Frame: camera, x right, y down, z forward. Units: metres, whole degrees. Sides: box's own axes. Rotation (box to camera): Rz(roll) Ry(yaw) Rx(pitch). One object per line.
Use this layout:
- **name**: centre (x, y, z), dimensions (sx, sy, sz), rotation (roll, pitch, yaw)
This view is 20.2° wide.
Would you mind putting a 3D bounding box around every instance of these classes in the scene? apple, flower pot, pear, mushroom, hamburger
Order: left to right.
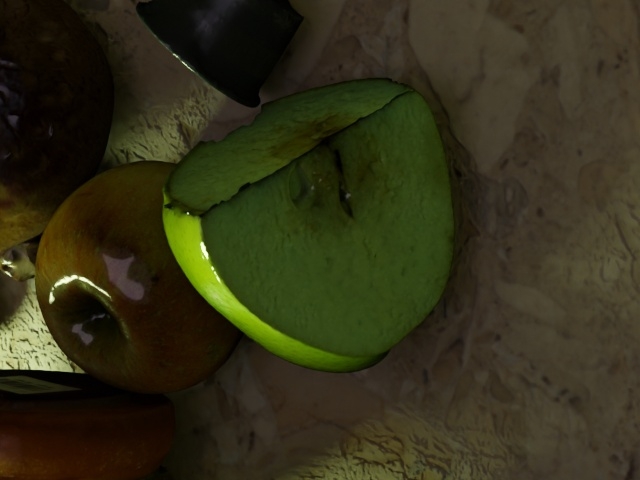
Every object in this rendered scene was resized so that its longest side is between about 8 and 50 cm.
- **mushroom**: centre (-0.388, -0.132, 1.906), dimensions (0.345, 0.345, 0.239), rotation (64, 160, 7)
- **hamburger**: centre (-0.306, 0.272, 1.865), dimensions (0.330, 0.330, 0.250), rotation (5, 94, 28)
- **apple**: centre (-0.172, 0.033, 1.839), dimensions (0.237, 0.207, 0.237), rotation (18, 125, 28)
- **flower pot**: centre (-0.092, -0.222, 1.787), dimensions (0.157, 0.157, 0.107), rotation (43, 101, 17)
- **pear**: centre (0.000, 0.000, 1.738), dimensions (0.159, 0.292, 0.292), rotation (9, 103, 63)
